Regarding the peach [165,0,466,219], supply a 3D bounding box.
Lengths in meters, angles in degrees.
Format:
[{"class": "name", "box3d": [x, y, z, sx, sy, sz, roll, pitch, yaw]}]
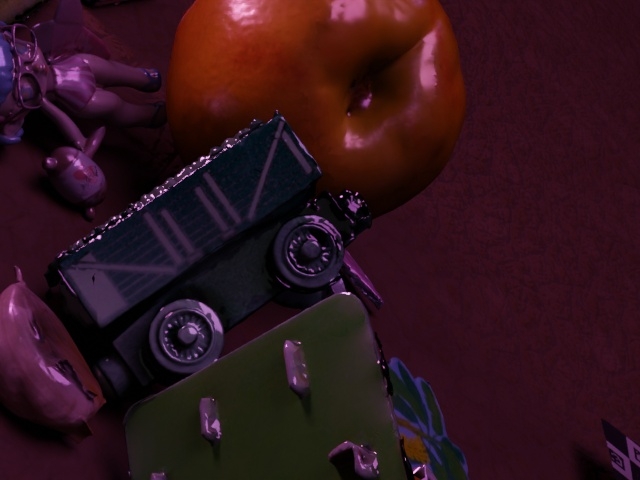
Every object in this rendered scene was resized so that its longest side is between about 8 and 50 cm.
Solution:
[{"class": "peach", "box3d": [-0.018, -0.140, 1.445, 0.289, 0.289, 0.308, 28, -9, -25]}]

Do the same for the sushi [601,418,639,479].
[{"class": "sushi", "box3d": [0.358, 0.315, 1.577, 0.192, 0.050, 0.215, 37, 25, -19]}]

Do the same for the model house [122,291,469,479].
[{"class": "model house", "box3d": [0.038, 0.260, 1.131, 0.313, 0.242, 0.358, 38, 29, -48]}]

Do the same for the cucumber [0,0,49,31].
[{"class": "cucumber", "box3d": [-0.318, -0.254, 1.483, 0.211, 0.062, 0.078, -72, 146, -64]}]

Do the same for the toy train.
[{"class": "toy train", "box3d": [-0.088, 0.017, 1.223, 0.154, 0.269, 0.115, 55, -11, 3]}]

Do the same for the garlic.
[{"class": "garlic", "box3d": [-0.224, 0.091, 1.152, 0.152, 0.066, 0.084, 53, 3, 9]}]

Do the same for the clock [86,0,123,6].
[{"class": "clock", "box3d": [-0.258, -0.354, 1.663, 0.193, 0.073, 0.144, 48, 30, 8]}]

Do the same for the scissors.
[{"class": "scissors", "box3d": [0.000, 0.000, 1.575, 0.133, 0.020, 0.187, -3, 52, -47]}]

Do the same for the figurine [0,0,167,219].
[{"class": "figurine", "box3d": [-0.245, -0.119, 1.375, 0.260, 0.102, 0.205, 1, 86, -53]}]
